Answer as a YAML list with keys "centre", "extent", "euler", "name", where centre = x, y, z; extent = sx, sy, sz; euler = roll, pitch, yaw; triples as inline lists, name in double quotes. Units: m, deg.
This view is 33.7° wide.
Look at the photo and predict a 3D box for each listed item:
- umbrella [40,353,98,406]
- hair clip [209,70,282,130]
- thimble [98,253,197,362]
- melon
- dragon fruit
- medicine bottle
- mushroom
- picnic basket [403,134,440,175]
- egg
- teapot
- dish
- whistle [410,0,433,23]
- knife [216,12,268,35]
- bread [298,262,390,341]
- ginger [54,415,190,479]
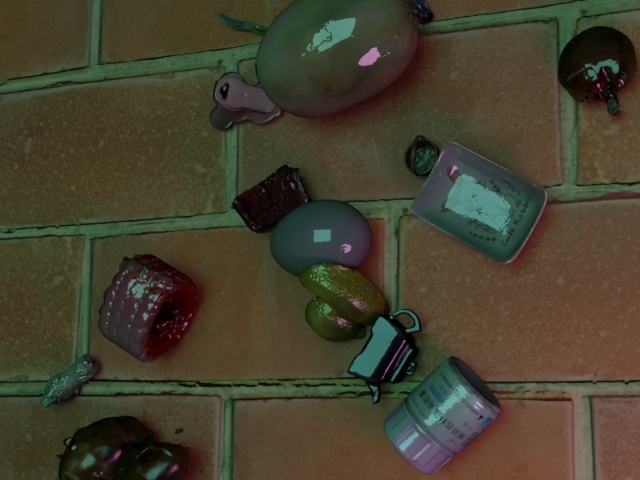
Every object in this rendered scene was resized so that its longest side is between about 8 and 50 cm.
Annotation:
- centre: [-0.509, 0.287, 2.135]
  extent: [0.143, 0.067, 0.062]
  euler: [-39, 98, 6]
  name: "umbrella"
- centre: [-0.147, -0.275, 2.093]
  extent: [0.138, 0.102, 0.123]
  euler: [8, 86, -9]
  name: "hair clip"
- centre: [-0.331, 0.130, 2.031]
  extent: [0.125, 0.163, 0.190]
  euler: [30, 107, 24]
  name: "thimble"
- centre: [0.033, -0.353, 1.922]
  extent: [0.317, 0.223, 0.223]
  euler: [-27, 72, 18]
  name: "melon"
- centre: [-0.096, -0.068, 2.012]
  extent: [0.147, 0.096, 0.102]
  euler: [-25, 81, -15]
  name: "dragon fruit"
- centre: [0.205, 0.298, 1.795]
  extent: [0.168, 0.135, 0.135]
  euler: [-45, 68, 12]
  name: "medicine bottle"
- centre: [0.475, -0.288, 1.806]
  extent: [0.135, 0.080, 0.171]
  euler: [-29, 68, 27]
  name: "mushroom"
- centre: [0.178, -0.153, 1.905]
  extent: [0.072, 0.083, 0.072]
  euler: [-3, 81, 22]
  name: "picnic basket"
- centre: [0.000, 0.000, 1.921]
  extent: [0.198, 0.146, 0.146]
  euler: [-11, 77, 34]
  name: "egg"
- centre: [0.125, 0.205, 1.870]
  extent: [0.096, 0.087, 0.177]
  euler: [31, 94, 19]
  name: "teapot"
- centre: [0.284, -0.062, 1.850]
  extent: [0.212, 0.077, 0.151]
  euler: [31, 96, 24]
  name: "dish"
- centre: [0.157, -0.480, 1.995]
  extent: [0.033, 0.033, 0.176]
  euler: [-37, 70, 13]
  name: "whistle"
- centre: [-0.130, -0.422, 2.113]
  extent: [0.184, 0.026, 0.022]
  euler: [22, 61, 22]
  name: "knife"
- centre: [0.028, 0.120, 1.881]
  extent: [0.149, 0.187, 0.065]
  euler: [-34, 33, 24]
  name: "bread"
- centre: [-0.437, 0.516, 2.008]
  extent: [0.254, 0.176, 0.418]
  euler: [31, 89, 28]
  name: "ginger"
